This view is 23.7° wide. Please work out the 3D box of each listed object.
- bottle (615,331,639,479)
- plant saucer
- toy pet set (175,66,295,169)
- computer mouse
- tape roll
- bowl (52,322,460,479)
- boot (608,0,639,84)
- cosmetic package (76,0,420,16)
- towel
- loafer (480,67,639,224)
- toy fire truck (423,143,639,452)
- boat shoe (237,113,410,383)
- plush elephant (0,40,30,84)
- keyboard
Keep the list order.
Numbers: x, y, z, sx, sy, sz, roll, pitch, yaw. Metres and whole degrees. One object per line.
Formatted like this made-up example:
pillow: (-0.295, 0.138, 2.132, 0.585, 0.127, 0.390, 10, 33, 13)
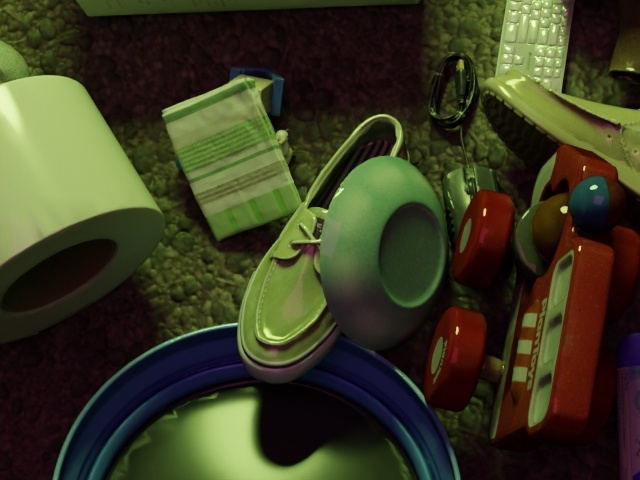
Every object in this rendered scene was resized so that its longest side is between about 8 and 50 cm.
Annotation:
bottle: (0.343, 0.230, 1.458, 0.118, 0.092, 0.283, -1, 77, 7)
plant saucer: (0.077, 0.013, 1.502, 0.037, 0.195, 0.195, 3, 75, 42)
toy pet set: (-0.083, -0.127, 1.636, 0.122, 0.065, 0.114, 14, 114, 14)
computer mouse: (0.154, -0.086, 1.589, 0.071, 0.041, 0.242, -11, 75, 7)
tape roll: (-0.302, -0.028, 1.538, 0.246, 0.246, 0.169, -33, 75, 0)
bowl: (-0.060, 0.261, 1.457, 0.391, 0.077, 0.391, -1, 56, 2)
boot: (0.426, -0.251, 1.565, 0.248, 0.090, 0.207, 5, 77, 18)
cosmetic package: (-0.082, -0.369, 1.632, 0.385, 0.156, 0.217, -3, 74, 9)
towel: (-0.091, -0.085, 1.598, 0.113, 0.023, 0.152, -19, 99, 24)
loafer: (0.286, -0.099, 1.546, 0.268, 0.102, 0.092, 33, 75, 2)
toy fire truck: (0.220, 0.051, 1.412, 0.169, 0.254, 0.302, 16, 74, -6)
boat shoe: (0.000, 0.000, 1.523, 0.109, 0.094, 0.302, 20, 63, 15)
plush elephant: (-0.522, -0.115, 1.589, 0.330, 0.272, 0.255, -12, 58, 35)
keyboard: (0.234, -0.249, 1.629, 0.072, 0.014, 0.256, 8, 78, 10)
